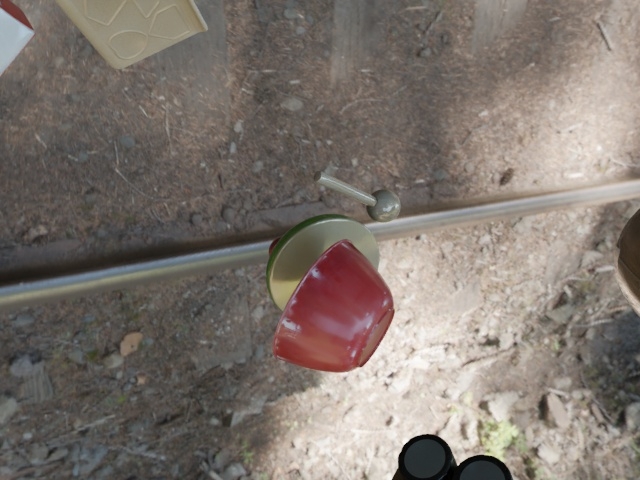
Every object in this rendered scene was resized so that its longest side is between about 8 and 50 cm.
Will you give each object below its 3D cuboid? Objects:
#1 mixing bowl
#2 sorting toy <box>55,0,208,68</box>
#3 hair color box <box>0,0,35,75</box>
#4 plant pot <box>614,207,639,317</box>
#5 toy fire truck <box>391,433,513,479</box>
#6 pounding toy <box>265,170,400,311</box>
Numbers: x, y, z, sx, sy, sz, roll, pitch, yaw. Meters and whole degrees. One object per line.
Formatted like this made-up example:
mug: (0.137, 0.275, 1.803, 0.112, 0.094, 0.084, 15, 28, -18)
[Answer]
mixing bowl: (0.032, 0.100, 0.727, 0.181, 0.098, 0.181, -50, 159, -28)
sorting toy: (-0.101, -0.126, 0.288, 0.062, 0.012, 0.083, -21, 157, 4)
hair color box: (-0.245, -0.082, 0.296, 0.167, 0.053, 0.093, -48, 137, 5)
plant pot: (0.500, 0.068, 0.679, 0.237, 0.254, 0.237, 7, 110, 18)
toy fire truck: (0.119, 0.314, 0.490, 0.246, 0.217, 0.158, -51, 130, -31)
pounding toy: (0.000, 0.000, 0.892, 0.183, 0.110, 0.237, 15, 111, -32)
